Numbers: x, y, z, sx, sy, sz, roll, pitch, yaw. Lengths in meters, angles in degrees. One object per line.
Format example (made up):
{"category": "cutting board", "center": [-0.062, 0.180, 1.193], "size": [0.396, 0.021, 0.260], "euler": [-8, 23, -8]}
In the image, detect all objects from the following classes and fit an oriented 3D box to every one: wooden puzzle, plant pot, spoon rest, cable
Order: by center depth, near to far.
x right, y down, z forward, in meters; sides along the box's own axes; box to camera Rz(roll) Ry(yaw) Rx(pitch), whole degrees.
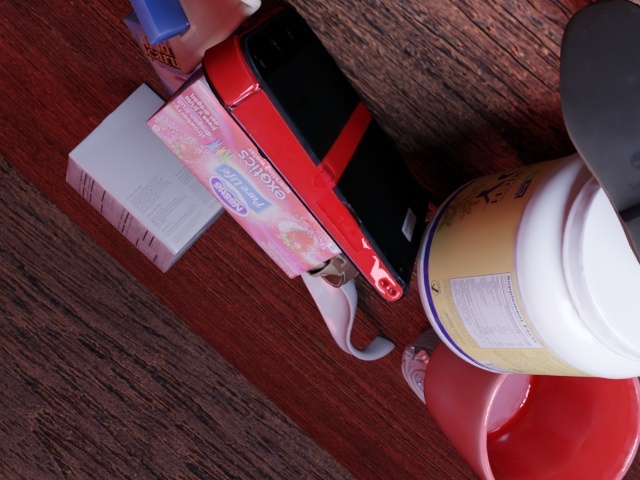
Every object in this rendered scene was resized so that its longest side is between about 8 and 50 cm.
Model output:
{"category": "wooden puzzle", "center": [-0.212, -0.383, 1.483], "size": [0.322, 0.080, 0.348], "euler": [64, 161, -2]}
{"category": "plant pot", "center": [0.290, 0.233, 1.739], "size": [0.275, 0.275, 0.243], "euler": [51, 170, -23]}
{"category": "cable", "center": [0.254, 0.264, 2.101], "size": [0.257, 0.089, 0.257], "euler": [40, 162, 6]}
{"category": "spoon rest", "center": [0.043, 0.134, 2.247], "size": [0.137, 0.084, 0.276], "euler": [18, 151, 50]}

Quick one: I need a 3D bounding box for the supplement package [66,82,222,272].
{"category": "supplement package", "center": [-0.311, -0.112, 2.237], "size": [0.263, 0.199, 0.198], "euler": [43, 162, -1]}

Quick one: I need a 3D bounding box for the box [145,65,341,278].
{"category": "box", "center": [-0.065, -0.116, 1.622], "size": [0.300, 0.154, 0.142], "euler": [47, 137, -13]}

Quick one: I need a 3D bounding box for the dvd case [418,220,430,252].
{"category": "dvd case", "center": [0.164, -0.006, 1.606], "size": [0.221, 0.164, 0.018], "euler": [9, 105, 59]}

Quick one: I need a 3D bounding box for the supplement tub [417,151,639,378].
{"category": "supplement tub", "center": [0.275, 0.028, 1.297], "size": [0.241, 0.241, 0.331], "euler": [47, 161, -12]}

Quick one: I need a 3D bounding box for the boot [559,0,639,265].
{"category": "boot", "center": [0.293, -0.074, 1.093], "size": [0.115, 0.112, 0.305], "euler": [47, -152, -68]}

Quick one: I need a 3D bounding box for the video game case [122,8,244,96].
{"category": "video game case", "center": [-0.159, -0.244, 1.862], "size": [0.269, 0.061, 0.244], "euler": [25, 154, 42]}

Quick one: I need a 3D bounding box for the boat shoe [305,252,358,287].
{"category": "boat shoe", "center": [0.000, 0.000, 1.985], "size": [0.123, 0.116, 0.324], "euler": [35, 160, 21]}

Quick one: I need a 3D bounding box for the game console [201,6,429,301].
{"category": "game console", "center": [0.008, -0.118, 1.440], "size": [0.342, 0.060, 0.386], "euler": [55, -162, -10]}
